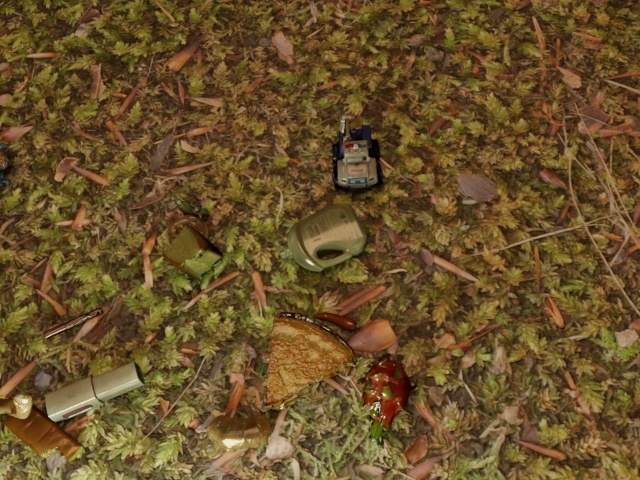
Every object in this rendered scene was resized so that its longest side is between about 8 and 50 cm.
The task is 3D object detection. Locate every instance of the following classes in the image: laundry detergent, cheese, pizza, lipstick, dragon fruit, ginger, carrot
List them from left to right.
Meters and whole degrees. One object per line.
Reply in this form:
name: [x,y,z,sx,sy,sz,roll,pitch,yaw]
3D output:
ginger: [-0.865,0.453,1.714,0.288,0.075,0.089,-13,17,31]
lipstick: [-0.725,0.241,1.887,0.176,0.027,0.027,-26,62,-9]
lipstick: [-0.615,0.411,1.756,0.252,0.079,0.077,-22,61,-7]
ginger: [-0.212,0.498,1.672,0.190,0.069,0.095,-5,40,4]
pizza: [-0.030,0.339,1.735,0.251,0.074,0.288,6,64,9]
laundry detergent: [0.000,0.000,1.904,0.253,0.091,0.181,-23,68,-6]
carrot: [0.047,0.226,1.813,0.142,0.035,0.035,15,64,21]
cheese: [0.096,-0.379,2.125,0.084,0.041,0.060,-17,68,-16]
dragon fruit: [0.170,0.409,1.643,0.135,0.137,0.236,19,61,-26]

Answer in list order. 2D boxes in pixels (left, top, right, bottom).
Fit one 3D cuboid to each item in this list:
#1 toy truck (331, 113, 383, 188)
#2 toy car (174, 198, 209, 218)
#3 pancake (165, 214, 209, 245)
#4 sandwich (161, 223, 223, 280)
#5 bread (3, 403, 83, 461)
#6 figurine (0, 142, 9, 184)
toy truck: [0.110,-0.271,1.989,0.161,0.177,0.213,-4,61,3]
toy car: [-0.408,-0.102,2.021,0.121,0.059,0.035,19,95,17]
pancake: [-0.416,-0.021,1.997,0.139,0.022,0.140,-3,61,5]
sandwich: [-0.371,0.032,1.839,0.128,0.236,0.122,38,82,7]
bread: [-0.744,0.524,1.725,0.226,0.049,0.088,31,69,19]
figurine: [-1.119,-0.244,2.151,0.144,0.114,0.178,5,51,17]
